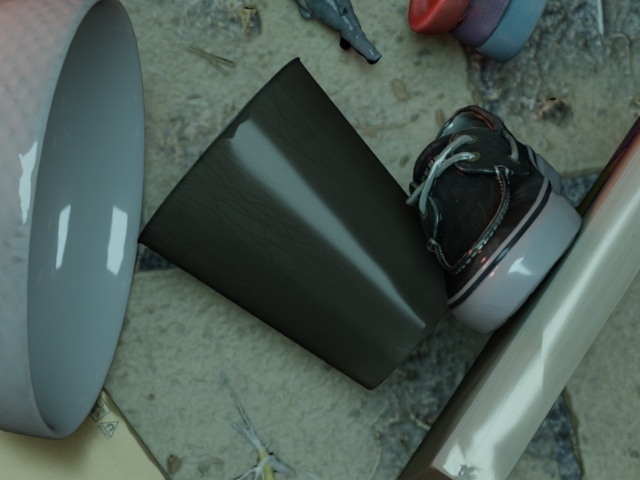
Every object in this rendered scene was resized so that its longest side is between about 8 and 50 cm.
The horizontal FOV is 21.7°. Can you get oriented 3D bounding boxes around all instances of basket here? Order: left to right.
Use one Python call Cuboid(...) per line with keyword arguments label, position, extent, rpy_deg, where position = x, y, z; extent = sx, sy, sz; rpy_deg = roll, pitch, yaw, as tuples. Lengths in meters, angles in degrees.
Cuboid(label="basket", position=(0.000, 0.000, 1.367), extent=(0.227, 0.154, 0.204), rpy_deg=(41, 105, 1))

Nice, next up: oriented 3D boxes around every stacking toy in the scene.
Cuboid(label="stacking toy", position=(0.195, -0.309, 1.394), extent=(0.130, 0.279, 0.309), rpy_deg=(19, 75, -11))

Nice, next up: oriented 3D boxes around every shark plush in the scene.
Cuboid(label="shark plush", position=(-0.005, -0.218, 1.457), extent=(0.073, 0.067, 0.161), rpy_deg=(-21, 79, -8))

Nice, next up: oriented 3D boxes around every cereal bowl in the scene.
Cuboid(label="cereal bowl", position=(-0.238, -0.025, 1.269), extent=(0.141, 0.339, 0.339), rpy_deg=(6, 77, 5))

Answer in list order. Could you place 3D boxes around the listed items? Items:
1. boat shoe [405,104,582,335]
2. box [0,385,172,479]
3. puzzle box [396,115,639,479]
Cuboid(label="boat shoe", position=(0.118, -0.025, 1.299), extent=(0.119, 0.335, 0.121), rpy_deg=(41, 103, -6))
Cuboid(label="box", position=(-0.209, 0.217, 1.370), extent=(0.164, 0.021, 0.201), rpy_deg=(-36, 82, -10))
Cuboid(label="puzzle box", position=(0.199, 0.034, 1.310), extent=(0.052, 0.272, 0.409), rpy_deg=(34, 78, 4))
